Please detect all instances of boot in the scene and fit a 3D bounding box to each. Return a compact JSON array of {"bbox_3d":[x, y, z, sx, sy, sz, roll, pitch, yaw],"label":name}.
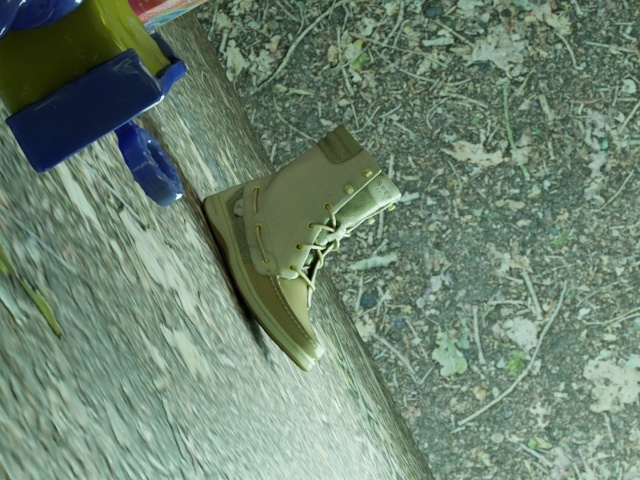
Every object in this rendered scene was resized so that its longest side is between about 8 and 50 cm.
[{"bbox_3d":[0.000,0.000,1.215,0.213,0.165,0.077,62,3,40],"label":"boot"}]

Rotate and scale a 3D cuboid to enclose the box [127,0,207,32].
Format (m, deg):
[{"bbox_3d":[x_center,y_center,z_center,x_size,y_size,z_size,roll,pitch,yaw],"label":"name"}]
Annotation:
[{"bbox_3d":[-0.190,-0.329,1.161,0.299,0.154,0.142,63,3,-5],"label":"box"}]

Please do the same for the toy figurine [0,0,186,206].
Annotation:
[{"bbox_3d":[-0.091,-0.115,0.562,0.362,0.191,0.217,-101,168,-77],"label":"toy figurine"}]
